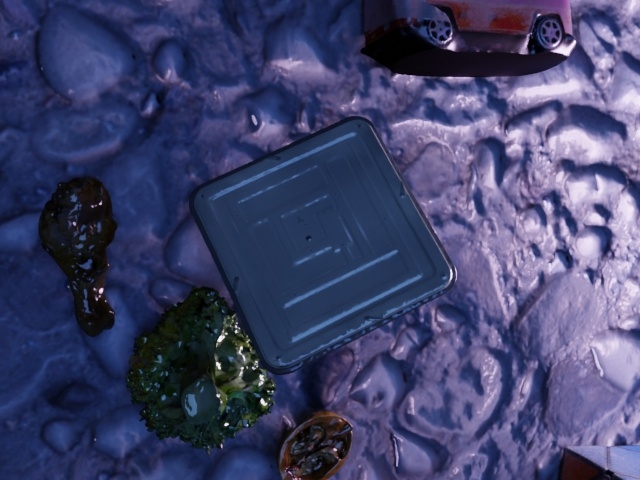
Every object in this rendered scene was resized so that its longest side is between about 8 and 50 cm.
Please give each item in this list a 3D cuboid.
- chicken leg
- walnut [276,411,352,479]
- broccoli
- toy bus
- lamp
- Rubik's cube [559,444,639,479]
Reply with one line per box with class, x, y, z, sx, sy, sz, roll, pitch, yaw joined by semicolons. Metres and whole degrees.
chicken leg;-0.289;0.023;0.729;0.085;0.069;0.198;-16;108;-42
walnut;-0.013;0.290;0.851;0.121;0.052;0.091;-31;103;-17
broccoli;-0.140;0.166;0.722;0.194;0.194;0.219;-1;90;-20
toy bus;0.211;-0.313;0.842;0.303;0.127;0.147;-7;94;-19
lamp;0.000;0.000;0.770;0.269;0.047;0.266;-26;77;-7
Rubik's cube;0.533;0.470;0.983;0.205;0.205;0.207;5;92;-20
